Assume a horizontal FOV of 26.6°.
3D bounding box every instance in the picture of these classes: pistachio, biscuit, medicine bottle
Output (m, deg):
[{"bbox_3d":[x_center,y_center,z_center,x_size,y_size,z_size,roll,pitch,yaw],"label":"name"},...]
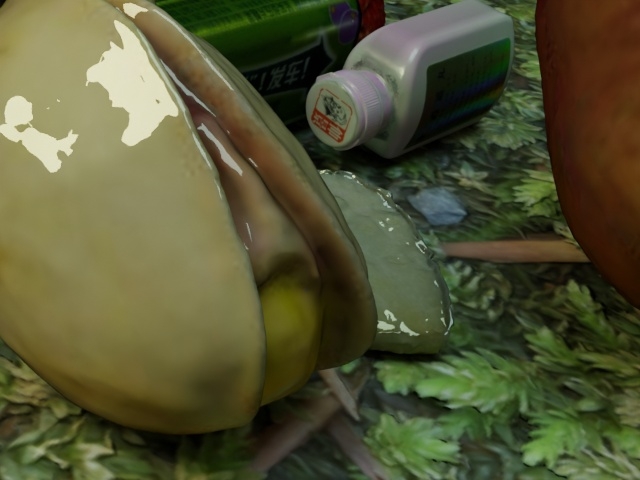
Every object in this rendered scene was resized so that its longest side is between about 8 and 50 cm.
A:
[{"bbox_3d":[-0.108,-0.022,0.834,0.309,0.230,0.230,47,42,18],"label":"pistachio"},{"bbox_3d":[0.000,0.000,1.017,0.265,0.040,0.188,33,39,26],"label":"biscuit"},{"bbox_3d":[0.079,-0.136,1.180,0.078,0.115,0.219,36,39,27],"label":"medicine bottle"}]

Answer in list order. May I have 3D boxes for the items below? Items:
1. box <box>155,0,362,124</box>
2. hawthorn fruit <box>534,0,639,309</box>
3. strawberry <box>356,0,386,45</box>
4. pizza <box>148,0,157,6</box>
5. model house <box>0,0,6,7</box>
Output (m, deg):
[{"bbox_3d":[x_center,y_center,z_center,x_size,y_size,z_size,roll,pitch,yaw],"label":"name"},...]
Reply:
[{"bbox_3d":[-0.113,-0.131,1.080,0.097,0.134,0.346,37,39,26],"label":"box"},{"bbox_3d":[0.389,-0.104,1.000,0.472,0.471,0.471,11,33,-7],"label":"hawthorn fruit"},{"bbox_3d":[-0.018,-0.259,1.288,0.205,0.205,0.244,-11,65,-35],"label":"strawberry"},{"bbox_3d":[-0.231,-0.271,0.956,0.323,0.089,0.223,52,17,29],"label":"pizza"},{"bbox_3d":[-0.318,-0.287,1.220,0.106,0.152,0.165,-6,37,-20],"label":"model house"}]
